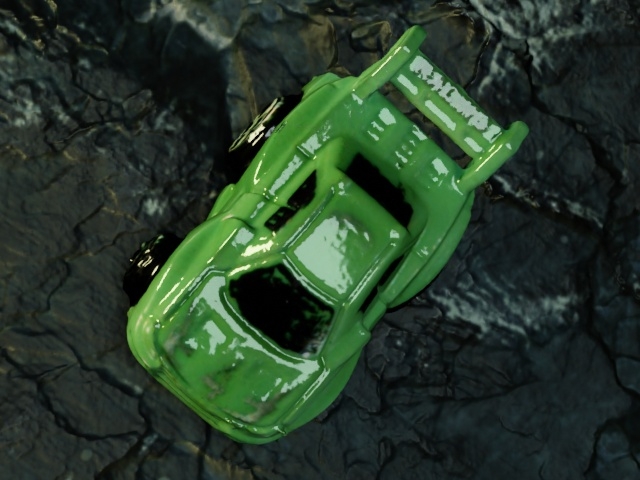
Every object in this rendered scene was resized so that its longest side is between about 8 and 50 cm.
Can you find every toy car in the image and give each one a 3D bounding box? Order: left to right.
[{"bbox_3d":[0.000,0.000,1.350,0.213,0.176,0.359,43,73,-12],"label":"toy car"}]
